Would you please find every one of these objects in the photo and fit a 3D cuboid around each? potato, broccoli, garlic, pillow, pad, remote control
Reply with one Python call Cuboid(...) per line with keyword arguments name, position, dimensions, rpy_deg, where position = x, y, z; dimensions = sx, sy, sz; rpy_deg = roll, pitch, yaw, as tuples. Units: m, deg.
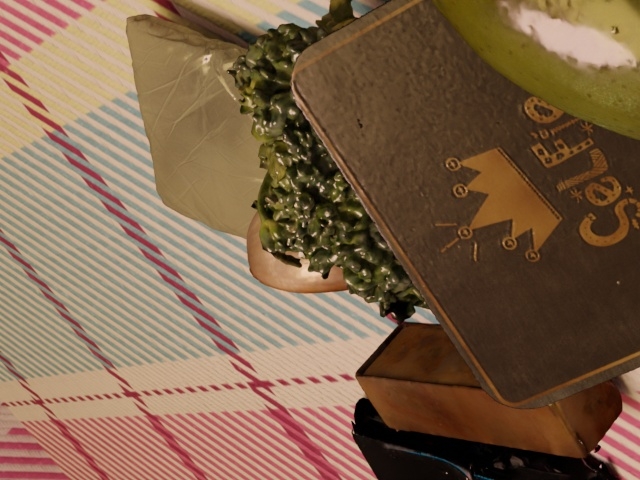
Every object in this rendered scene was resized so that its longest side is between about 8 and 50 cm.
Cuboid(name="potato", position=(0.188, -0.180, 0.951), dimensions=(0.304, 0.216, 0.216), rpy_deg=(23, 146, 20))
Cuboid(name="broccoli", position=(0.044, -0.081, 1.313), dimensions=(0.245, 0.248, 0.288), rpy_deg=(-121, 26, -60))
Cuboid(name="garlic", position=(-0.001, -0.009, 1.464), dimensions=(0.206, 0.128, 0.115), rpy_deg=(-7, 111, 20))
Cuboid(name="pillow", position=(-0.072, -0.101, 1.555), dimensions=(0.274, 0.076, 0.281), rpy_deg=(19, 140, 26))
Cuboid(name="pad", position=(0.182, -0.041, 1.124), dimensions=(0.315, 0.063, 0.375), rpy_deg=(-28, 109, 23))
Cuboid(name="remote control", position=(0.188, 0.278, 1.723), dimensions=(0.398, 0.062, 0.144), rpy_deg=(7, 135, 50))

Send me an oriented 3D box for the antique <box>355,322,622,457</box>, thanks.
Cuboid(name="antique", position=(0.175, 0.154, 1.539), dimensions=(0.310, 0.093, 0.087), rpy_deg=(0, 129, 54))
